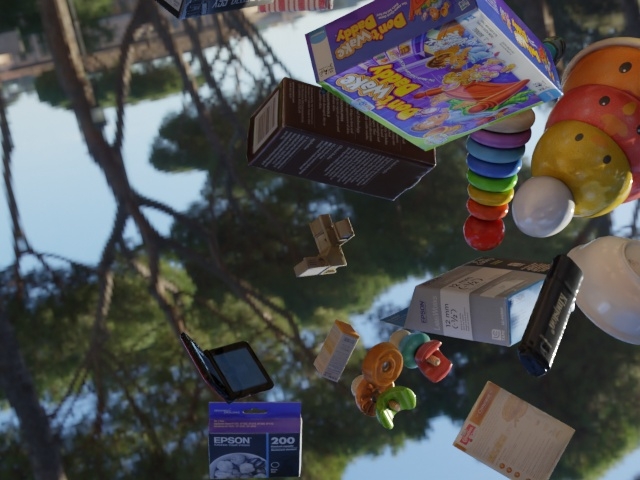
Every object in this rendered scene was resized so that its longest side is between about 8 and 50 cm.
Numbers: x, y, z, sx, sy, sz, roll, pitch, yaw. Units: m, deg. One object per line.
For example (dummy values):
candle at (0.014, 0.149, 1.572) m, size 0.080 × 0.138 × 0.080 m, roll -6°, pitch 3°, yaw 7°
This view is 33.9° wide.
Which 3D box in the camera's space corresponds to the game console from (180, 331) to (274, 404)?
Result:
game console at (-0.168, 0.213, 1.873) m, size 0.085 × 0.124 × 0.144 m, roll -38°, pitch -138°, yaw -2°

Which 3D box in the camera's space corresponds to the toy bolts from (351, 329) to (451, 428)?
toy bolts at (0.158, 0.275, 2.403) m, size 0.228 × 0.218 × 0.158 m, roll -36°, pitch -146°, yaw -20°

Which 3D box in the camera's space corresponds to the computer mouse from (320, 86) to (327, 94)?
computer mouse at (0.036, -0.327, 1.941) m, size 0.041 × 0.071 × 0.242 m, roll 11°, pitch 165°, yaw -6°

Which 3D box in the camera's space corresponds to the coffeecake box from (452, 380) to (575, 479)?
coffeecake box at (0.366, 0.376, 2.003) m, size 0.186 × 0.142 × 0.068 m, roll 29°, pitch 175°, yaw 12°

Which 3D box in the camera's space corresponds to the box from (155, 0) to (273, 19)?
box at (-0.253, -0.507, 1.834) m, size 0.307 × 0.076 × 0.242 m, roll 40°, pitch -142°, yaw 22°

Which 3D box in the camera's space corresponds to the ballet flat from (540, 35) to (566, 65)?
ballet flat at (0.454, -0.354, 2.197) m, size 0.070 × 0.070 × 0.188 m, roll -23°, pitch 161°, yaw -37°

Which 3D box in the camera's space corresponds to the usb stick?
usb stick at (0.417, 0.130, 1.897) m, size 0.045 × 0.077 × 0.278 m, roll -21°, pitch -155°, yaw 41°

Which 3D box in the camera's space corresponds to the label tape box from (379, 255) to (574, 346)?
label tape box at (0.331, 0.117, 2.266) m, size 0.348 × 0.115 × 0.249 m, roll 9°, pitch -159°, yaw 43°

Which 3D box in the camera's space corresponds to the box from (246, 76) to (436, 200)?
box at (0.048, -0.222, 2.349) m, size 0.382 × 0.143 × 0.191 m, roll 14°, pitch 151°, yaw -24°

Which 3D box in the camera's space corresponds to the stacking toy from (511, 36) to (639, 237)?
stacking toy at (0.547, -0.156, 2.113) m, size 0.351 × 0.350 × 0.480 m, roll 4°, pitch -142°, yaw 47°

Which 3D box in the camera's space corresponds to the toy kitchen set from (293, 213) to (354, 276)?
toy kitchen set at (0.000, 0.000, 1.540) m, size 0.075 × 0.083 × 0.068 m, roll -6°, pitch 159°, yaw -39°

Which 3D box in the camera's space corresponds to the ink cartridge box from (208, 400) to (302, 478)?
ink cartridge box at (-0.144, 0.443, 2.324) m, size 0.206 × 0.208 × 0.045 m, roll 0°, pitch -145°, yaw -2°

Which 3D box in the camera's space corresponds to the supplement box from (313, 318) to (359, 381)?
supplement box at (0.030, 0.205, 1.953) m, size 0.036 × 0.098 × 0.062 m, roll 23°, pitch -171°, yaw -20°

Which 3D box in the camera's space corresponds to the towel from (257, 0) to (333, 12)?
towel at (-0.056, -0.569, 2.287) m, size 0.197 × 0.144 × 0.029 m, roll 5°, pitch -174°, yaw 33°

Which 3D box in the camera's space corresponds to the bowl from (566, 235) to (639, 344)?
bowl at (0.746, 0.092, 2.526) m, size 0.298 × 0.298 × 0.134 m, roll -26°, pitch 159°, yaw -45°

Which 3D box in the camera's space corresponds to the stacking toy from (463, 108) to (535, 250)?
stacking toy at (0.361, -0.126, 2.213) m, size 0.141 × 0.330 × 0.141 m, roll 3°, pitch -153°, yaw -1°

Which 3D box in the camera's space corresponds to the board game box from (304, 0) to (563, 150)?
board game box at (0.169, -0.243, 1.465) m, size 0.233 × 0.078 × 0.347 m, roll -21°, pitch 159°, yaw 25°
